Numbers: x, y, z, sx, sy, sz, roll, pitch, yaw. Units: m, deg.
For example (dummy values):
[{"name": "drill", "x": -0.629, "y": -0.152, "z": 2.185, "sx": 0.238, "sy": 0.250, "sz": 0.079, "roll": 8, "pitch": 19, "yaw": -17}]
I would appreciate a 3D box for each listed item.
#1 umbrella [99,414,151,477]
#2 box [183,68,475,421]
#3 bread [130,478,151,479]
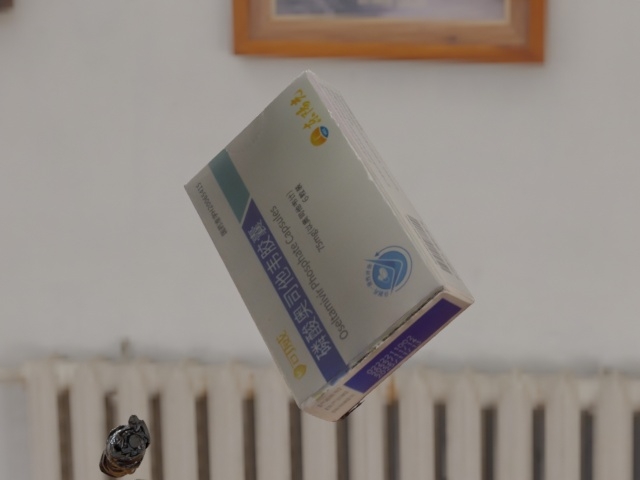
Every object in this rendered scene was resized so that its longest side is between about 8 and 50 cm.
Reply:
[{"name": "umbrella", "x": -0.265, "y": 0.285, "z": 2.093, "sx": 0.066, "sy": 0.059, "sz": 0.235, "roll": -49, "pitch": -1, "yaw": -21}, {"name": "box", "x": 0.000, "y": 0.000, "z": 1.653, "sx": 0.065, "sy": 0.200, "sz": 0.343, "roll": 30, "pitch": 22, "yaw": -49}, {"name": "bread", "x": -0.171, "y": 0.370, "z": 1.725, "sx": 0.110, "sy": 0.209, "sz": 0.192, "roll": 1, "pitch": -11, "yaw": 7}]
